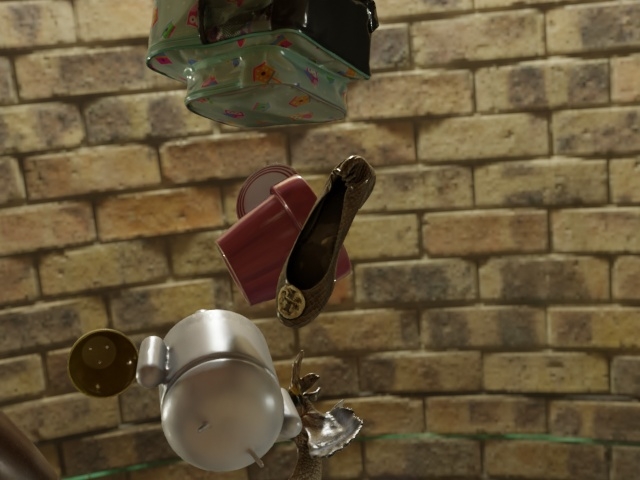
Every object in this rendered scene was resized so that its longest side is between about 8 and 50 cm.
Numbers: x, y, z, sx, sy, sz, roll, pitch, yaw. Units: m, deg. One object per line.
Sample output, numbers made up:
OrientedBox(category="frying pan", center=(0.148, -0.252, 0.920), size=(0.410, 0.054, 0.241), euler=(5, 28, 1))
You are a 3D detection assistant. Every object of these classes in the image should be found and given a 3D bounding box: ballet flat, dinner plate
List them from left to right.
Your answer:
OrientedBox(category="dinner plate", center=(-0.093, -0.076, 1.696), size=(0.141, 0.141, 0.017), euler=(-11, 30, -28))
OrientedBox(category="ballet flat", center=(0.000, 0.000, 1.253), size=(0.084, 0.250, 0.058), euler=(28, 3, 26))

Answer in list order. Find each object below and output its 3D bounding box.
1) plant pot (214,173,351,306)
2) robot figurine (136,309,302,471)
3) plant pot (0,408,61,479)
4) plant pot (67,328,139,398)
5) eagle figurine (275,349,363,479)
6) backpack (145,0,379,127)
OrientedBox(category="plant pot", center=(-0.072, 0.014, 1.596), size=(0.180, 0.201, 0.201), euler=(-29, 16, -8))
OrientedBox(category="robot figurine", center=(-0.172, 0.249, 1.577), size=(0.300, 0.200, 0.353), euler=(21, 17, -20))
OrientedBox(category="plant pot", center=(-0.479, 0.374, 1.380), size=(0.215, 0.230, 0.215), euler=(-28, 36, 23))
OrientedBox(category="plant pot", center=(-0.423, 0.226, 1.803), size=(0.134, 0.134, 0.095), euler=(-9, 11, -18))
OrientedBox(category="eagle figurine", center=(-0.022, 0.428, 1.998), size=(0.225, 0.226, 0.298), euler=(-27, 41, -8))
OrientedBox(category="backpack", center=(-0.062, -0.177, 0.848), size=(0.188, 0.144, 0.166), euler=(7, -1, 31))
